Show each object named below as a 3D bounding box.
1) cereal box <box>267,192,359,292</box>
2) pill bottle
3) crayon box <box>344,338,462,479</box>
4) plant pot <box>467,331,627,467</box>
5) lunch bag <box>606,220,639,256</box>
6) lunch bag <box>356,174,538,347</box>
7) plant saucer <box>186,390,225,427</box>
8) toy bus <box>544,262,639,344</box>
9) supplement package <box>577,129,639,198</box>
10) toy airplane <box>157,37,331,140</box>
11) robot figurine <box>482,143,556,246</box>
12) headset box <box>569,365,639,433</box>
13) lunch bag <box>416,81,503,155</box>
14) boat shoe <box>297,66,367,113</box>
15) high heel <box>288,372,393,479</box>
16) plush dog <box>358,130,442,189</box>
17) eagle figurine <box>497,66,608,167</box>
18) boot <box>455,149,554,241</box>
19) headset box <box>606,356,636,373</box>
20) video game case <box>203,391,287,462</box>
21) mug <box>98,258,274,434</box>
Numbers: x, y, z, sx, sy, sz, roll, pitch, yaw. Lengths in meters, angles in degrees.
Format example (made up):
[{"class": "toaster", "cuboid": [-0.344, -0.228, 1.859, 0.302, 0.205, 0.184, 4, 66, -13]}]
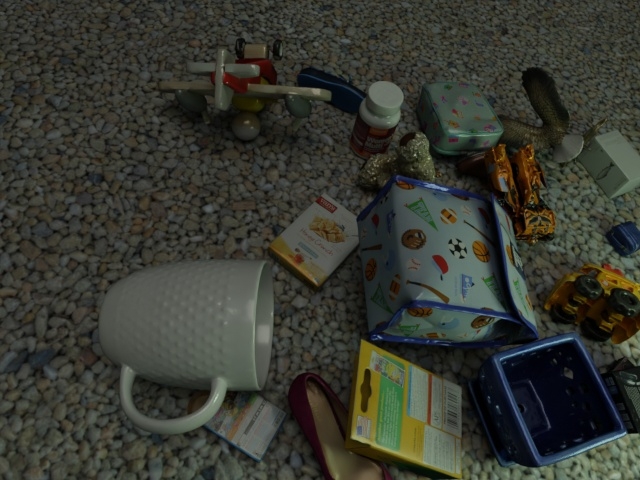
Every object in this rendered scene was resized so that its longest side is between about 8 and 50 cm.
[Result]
[{"class": "cereal box", "cuboid": [0.000, 0.000, 1.383, 0.173, 0.047, 0.240, 37, 62, 12]}, {"class": "pill bottle", "cuboid": [0.164, -0.346, 1.505, 0.121, 0.221, 0.121, 4, 61, -7]}, {"class": "crayon box", "cuboid": [0.168, 0.365, 1.099, 0.323, 0.083, 0.203, 31, 52, -28]}, {"class": "plant pot", "cuboid": [0.482, 0.369, 1.162, 0.235, 0.212, 0.236, -11, 63, -15]}, {"class": "lunch bag", "cuboid": [0.898, -0.008, 1.527, 0.065, 0.067, 0.098, -20, 65, -20]}, {"class": "lunch bag", "cuboid": [0.306, 0.059, 1.163, 0.385, 0.239, 0.328, 12, 58, -21]}, {"class": "plant saucer", "cuboid": [-0.254, 0.375, 1.148, 0.083, 0.015, 0.083, 5, 60, -8]}, {"class": "toy bus", "cuboid": [0.738, 0.135, 1.387, 0.220, 0.149, 0.211, 26, 47, 8]}, {"class": "supplement package", "cuboid": [0.933, -0.243, 1.644, 0.105, 0.105, 0.179, -17, 64, -19]}, {"class": "toy airplane", "cuboid": [-0.216, -0.409, 1.450, 0.384, 0.273, 0.386, -15, 31, -31]}, {"class": "robot figurine", "cuboid": [0.563, -0.126, 1.449, 0.211, 0.085, 0.291, -4, 72, -20]}, {"class": "headset box", "cuboid": [0.757, 0.346, 1.174, 0.283, 0.246, 0.131, -11, 69, -4]}, {"class": "lunch bag", "cuboid": [0.436, -0.380, 1.619, 0.224, 0.108, 0.279, -1, 52, -13]}, {"class": "boat shoe", "cuboid": [0.054, -0.495, 1.639, 0.258, 0.109, 0.089, 30, 57, 5]}, {"class": "high heel", "cuboid": [0.057, 0.444, 1.065, 0.127, 0.181, 0.377, -37, 72, -25]}, {"class": "plush dog", "cuboid": [0.239, -0.137, 1.422, 0.210, 0.262, 0.226, 24, 64, -27]}, {"class": "eagle figurine", "cuboid": [0.698, -0.364, 1.634, 0.298, 0.225, 0.226, 37, 71, 0]}, {"class": "boot", "cuboid": [0.545, -0.123, 1.543, 0.264, 0.096, 0.281, 4, 68, -15]}, {"class": "headset box", "cuboid": [0.786, 0.346, 1.330, 0.062, 0.032, 0.083, -33, 72, -24]}, {"class": "video game case", "cuboid": [-0.173, 0.390, 1.141, 0.166, 0.015, 0.119, 33, 59, 1]}, {"class": "mug", "cuboid": [-0.282, 0.213, 1.077, 0.327, 0.276, 0.374, 1, 51, 3]}]
